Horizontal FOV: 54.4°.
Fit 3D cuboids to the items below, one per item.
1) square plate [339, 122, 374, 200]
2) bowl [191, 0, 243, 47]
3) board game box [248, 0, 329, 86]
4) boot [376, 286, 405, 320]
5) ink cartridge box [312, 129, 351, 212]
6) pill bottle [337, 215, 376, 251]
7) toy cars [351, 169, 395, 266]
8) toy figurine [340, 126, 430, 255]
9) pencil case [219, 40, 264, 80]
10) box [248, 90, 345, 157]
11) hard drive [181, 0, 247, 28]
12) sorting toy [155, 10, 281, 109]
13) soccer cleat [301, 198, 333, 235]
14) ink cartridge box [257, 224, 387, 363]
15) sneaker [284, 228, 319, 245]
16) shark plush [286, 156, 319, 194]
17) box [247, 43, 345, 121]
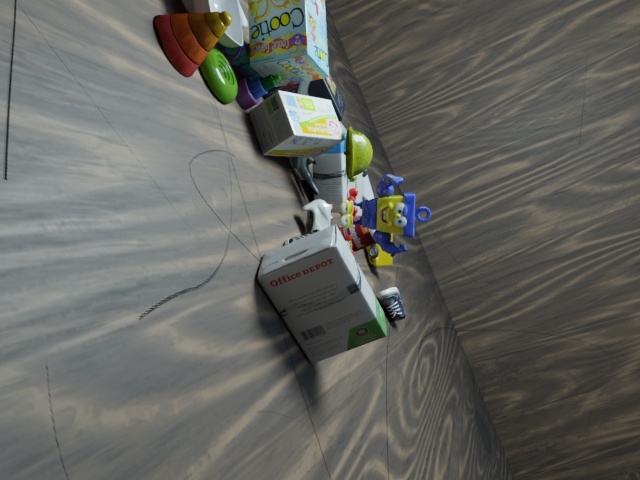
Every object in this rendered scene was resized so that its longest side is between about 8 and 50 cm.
[{"bbox_3d":[0.101,-0.264,2.203,0.344,0.049,0.347,39,32,-60],"label":"square plate"},{"bbox_3d":[-0.215,-0.469,1.265,0.142,0.053,0.142,26,51,-66],"label":"bowl"},{"bbox_3d":[-0.074,-0.516,1.422,0.144,0.142,0.275,18,68,-69],"label":"board game box"},{"bbox_3d":[0.230,0.203,1.950,0.086,0.069,0.190,70,13,17],"label":"boot"},{"bbox_3d":[0.031,-0.186,1.660,0.148,0.086,0.203,-56,146,-72],"label":"ink cartridge box"},{"bbox_3d":[0.116,-0.022,1.718,0.086,0.152,0.086,58,18,-31],"label":"pill bottle"},{"bbox_3d":[0.132,-0.088,1.982,0.176,0.087,0.394,-50,122,-32],"label":"toy cars"},{"bbox_3d":[0.167,-0.097,1.560,0.191,0.217,0.363,-37,129,-79],"label":"toy figurine"},{"bbox_3d":[-0.171,-0.405,1.437,0.151,0.064,0.070,35,73,-62],"label":"pencil case"},{"bbox_3d":[-0.051,-0.268,1.462,0.203,0.103,0.114,-8,76,-53],"label":"box"},{"bbox_3d":[-0.267,-0.595,1.417,0.203,0.040,0.307,66,15,-6],"label":"hard drive"},{"bbox_3d":[-0.176,-0.366,1.250,0.365,0.126,0.127,19,50,-69],"label":"sorting toy"},{"bbox_3d":[0.000,0.000,1.483,0.068,0.076,0.196,11,-66,60],"label":"soccer cleat"},{"bbox_3d":[0.006,0.101,1.153,0.219,0.160,0.092,61,15,-25],"label":"ink cartridge box"},{"bbox_3d":[-0.024,0.011,1.341,0.063,0.074,0.170,67,15,-2],"label":"sneaker"},{"bbox_3d":[-0.042,-0.194,1.576,0.161,0.067,0.073,71,15,12],"label":"shark plush"},{"bbox_3d":[-0.065,-0.418,1.625,0.270,0.165,0.143,62,16,-21],"label":"box"}]
